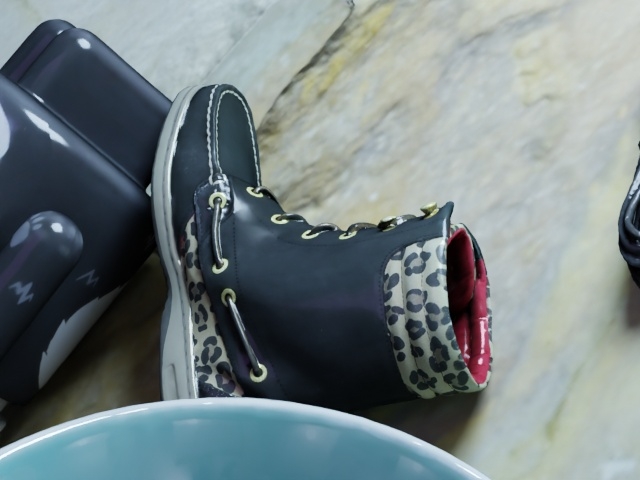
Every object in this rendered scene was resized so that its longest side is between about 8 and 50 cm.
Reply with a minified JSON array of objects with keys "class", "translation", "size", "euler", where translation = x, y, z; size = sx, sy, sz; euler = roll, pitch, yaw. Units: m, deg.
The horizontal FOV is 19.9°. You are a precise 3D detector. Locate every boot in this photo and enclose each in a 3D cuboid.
[{"class":"boot","translation":[0.001,0.002,0.999],"size":[0.179,0.085,0.236],"euler":[-17,59,25]}]

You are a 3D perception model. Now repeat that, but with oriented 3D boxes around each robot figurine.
[{"class":"robot figurine","translation":[-0.203,0.004,1.090],"size":[0.173,0.209,0.278],"euler":[38,86,16]}]

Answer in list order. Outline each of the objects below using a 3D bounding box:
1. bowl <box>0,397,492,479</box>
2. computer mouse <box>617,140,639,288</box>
[{"class":"bowl","translation":[-0.041,0.226,0.771],"size":[0.312,0.163,0.311],"euler":[2,34,-1]},{"class":"computer mouse","translation":[0.253,-0.052,0.862],"size":[0.262,0.060,0.184],"euler":[-1,60,36]}]
